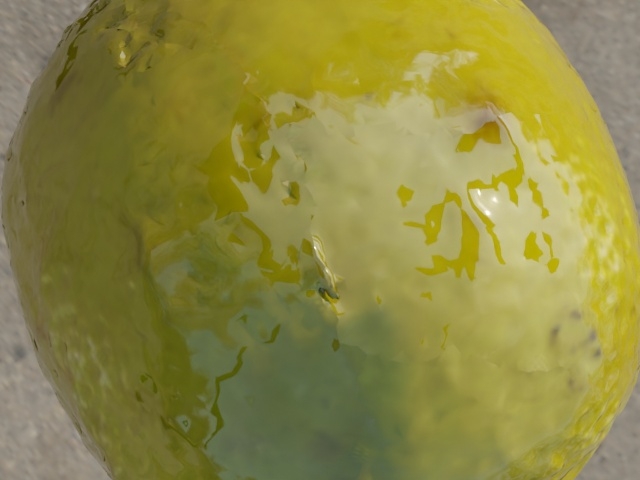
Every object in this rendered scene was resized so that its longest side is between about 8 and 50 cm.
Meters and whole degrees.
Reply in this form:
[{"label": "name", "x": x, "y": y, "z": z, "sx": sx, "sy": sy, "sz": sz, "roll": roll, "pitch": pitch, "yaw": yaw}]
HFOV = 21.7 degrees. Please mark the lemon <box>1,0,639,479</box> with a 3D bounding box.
[{"label": "lemon", "x": 0.001, "y": 0.002, "z": 0.680, "sx": 0.260, "sy": 0.260, "sz": 0.284, "roll": 11, "pitch": 67, "yaw": -37}]
